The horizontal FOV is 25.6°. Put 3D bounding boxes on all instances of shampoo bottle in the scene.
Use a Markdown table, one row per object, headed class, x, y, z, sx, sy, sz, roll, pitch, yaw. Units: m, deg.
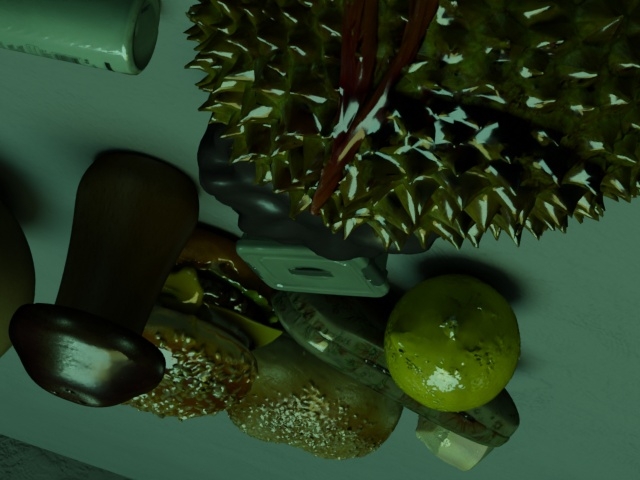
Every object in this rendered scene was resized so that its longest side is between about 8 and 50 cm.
| class | x | y | z | sx | sy | sz | roll | pitch | yaw |
| --- | --- | --- | --- | --- | --- | --- | --- | --- | --- |
| shampoo bottle | -0.288 | -0.223 | 1.340 | 0.262 | 0.085 | 0.085 | 12 | 158 | 10 |

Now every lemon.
| class | x | y | z | sx | sy | sz | roll | pitch | yaw |
| --- | --- | --- | --- | --- | --- | --- | --- | --- | --- |
| lemon | 0.167 | 0.130 | 1.761 | 0.173 | 0.174 | 0.206 | 2 | 159 | 31 |

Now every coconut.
| class | x | y | z | sx | sy | sz | roll | pitch | yaw |
| --- | --- | --- | --- | --- | --- | --- | --- | --- | --- |
| coconut | 0.221 | 0.294 | 2.198 | 0.122 | 0.116 | 0.116 | 29 | 155 | -18 |

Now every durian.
| class | x | y | z | sx | sy | sz | roll | pitch | yaw |
| --- | --- | --- | --- | --- | --- | --- | --- | --- | --- |
| durian | 0.097 | -0.146 | 0.987 | 0.384 | 0.348 | 0.347 | -12 | 163 | -15 |

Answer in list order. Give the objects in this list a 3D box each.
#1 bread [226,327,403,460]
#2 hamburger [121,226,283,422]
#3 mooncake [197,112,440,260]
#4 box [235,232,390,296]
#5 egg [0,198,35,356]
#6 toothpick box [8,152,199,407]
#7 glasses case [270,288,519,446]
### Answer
| class | x | y | z | sx | sy | sz | roll | pitch | yaw |
| --- | --- | --- | --- | --- | --- | --- | --- | --- | --- |
| bread | 0.003 | 0.238 | 2.137 | 0.314 | 0.171 | 0.192 | 23 | 161 | -20 |
| hamburger | -0.200 | 0.118 | 1.916 | 0.291 | 0.225 | 0.291 | 11 | 156 | 5 |
| mooncake | 0.017 | -0.079 | 1.409 | 0.283 | 0.141 | 0.283 | 11 | 158 | 5 |
| box | 0.000 | 0.000 | 1.667 | 0.172 | 0.093 | 0.124 | 4 | 155 | 26 |
| egg | -0.537 | 0.046 | 1.862 | 0.301 | 0.301 | 0.374 | 10 | 160 | 15 |
| toothpick box | -0.254 | 0.052 | 1.691 | 0.192 | 0.294 | 0.192 | 14 | 159 | 5 |
| glasses case | 0.109 | 0.162 | 1.919 | 0.425 | 0.098 | 0.156 | 31 | -164 | -32 |
